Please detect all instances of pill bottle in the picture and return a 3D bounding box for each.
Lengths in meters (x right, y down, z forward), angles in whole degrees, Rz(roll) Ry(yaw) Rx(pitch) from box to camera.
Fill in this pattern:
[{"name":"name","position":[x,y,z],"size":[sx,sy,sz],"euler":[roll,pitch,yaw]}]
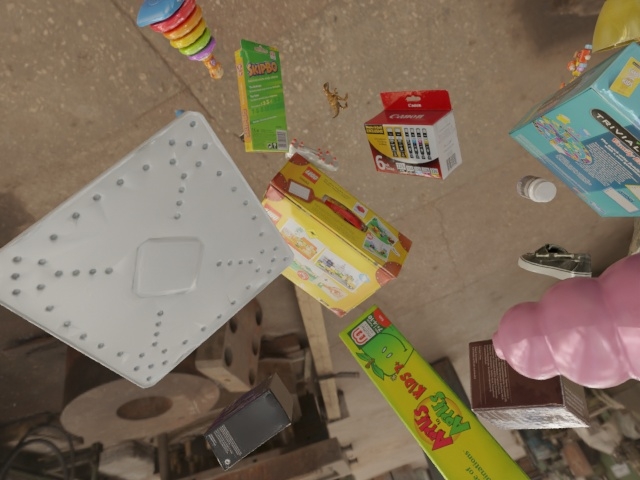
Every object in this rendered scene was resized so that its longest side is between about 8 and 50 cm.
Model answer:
[{"name":"pill bottle","position":[0.708,-0.169,1.440],"size":[0.078,0.137,0.078],"euler":[0,105,2]}]

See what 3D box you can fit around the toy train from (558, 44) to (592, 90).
[{"name":"toy train","position":[0.727,-0.477,1.264],"size":[0.046,0.125,0.167],"euler":[15,123,19]}]

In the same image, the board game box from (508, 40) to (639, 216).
[{"name":"board game box","position":[0.478,-0.149,0.713],"size":[0.079,0.253,0.336],"euler":[-48,178,6]}]

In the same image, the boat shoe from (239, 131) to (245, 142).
[{"name":"boat shoe","position":[-0.276,-0.385,1.662],"size":[0.048,0.042,0.133],"euler":[-12,-175,-19]}]

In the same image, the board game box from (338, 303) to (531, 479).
[{"name":"board game box","position":[0.093,0.142,0.349],"size":[0.043,0.181,0.092],"euler":[-38,138,-4]}]

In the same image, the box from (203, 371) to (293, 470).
[{"name":"box","position":[-0.171,0.448,1.127],"size":[0.184,0.103,0.261],"euler":[-31,174,-7]}]

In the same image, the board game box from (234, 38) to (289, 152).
[{"name":"board game box","position":[-0.142,-0.348,1.080],"size":[0.039,0.260,0.124],"euler":[1,-173,42]}]

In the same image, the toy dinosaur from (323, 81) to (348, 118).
[{"name":"toy dinosaur","position":[0.065,-0.577,1.861],"size":[0.112,0.212,0.064],"euler":[-10,152,-16]}]

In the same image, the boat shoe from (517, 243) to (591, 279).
[{"name":"boat shoe","position":[0.536,0.043,1.009],"size":[0.077,0.070,0.219],"euler":[2,-174,-9]}]

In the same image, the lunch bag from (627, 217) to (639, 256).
[{"name":"lunch bag","position":[0.859,-0.099,1.026],"size":[0.168,0.287,0.235],"euler":[18,148,21]}]

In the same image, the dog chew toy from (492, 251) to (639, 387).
[{"name":"dog chew toy","position":[0.450,0.141,0.705],"size":[0.331,0.207,0.206],"euler":[-18,148,27]}]

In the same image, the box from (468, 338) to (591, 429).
[{"name":"box","position":[0.474,0.328,1.017],"size":[0.203,0.167,0.168],"euler":[-21,134,39]}]

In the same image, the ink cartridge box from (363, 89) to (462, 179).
[{"name":"ink cartridge box","position":[0.318,-0.379,1.565],"size":[0.130,0.309,0.272],"euler":[-40,125,-27]}]

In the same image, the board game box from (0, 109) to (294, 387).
[{"name":"board game box","position":[-0.272,0.036,0.765],"size":[0.390,0.050,0.390],"euler":[-42,137,-12]}]

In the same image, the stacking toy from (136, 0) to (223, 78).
[{"name":"stacking toy","position":[-0.398,-0.630,1.379],"size":[0.165,0.175,0.302],"euler":[4,150,32]}]

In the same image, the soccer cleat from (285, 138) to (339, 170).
[{"name":"soccer cleat","position":[-0.029,-0.280,1.506],"size":[0.196,0.068,0.076],"euler":[25,136,4]}]

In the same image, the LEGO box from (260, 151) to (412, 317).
[{"name":"LEGO box","position":[0.000,0.000,1.551],"size":[0.500,0.193,0.372],"euler":[37,140,-5]}]

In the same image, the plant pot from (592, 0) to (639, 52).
[{"name":"plant pot","position":[0.641,-0.463,0.920],"size":[0.134,0.134,0.096],"euler":[-15,101,-5]}]
